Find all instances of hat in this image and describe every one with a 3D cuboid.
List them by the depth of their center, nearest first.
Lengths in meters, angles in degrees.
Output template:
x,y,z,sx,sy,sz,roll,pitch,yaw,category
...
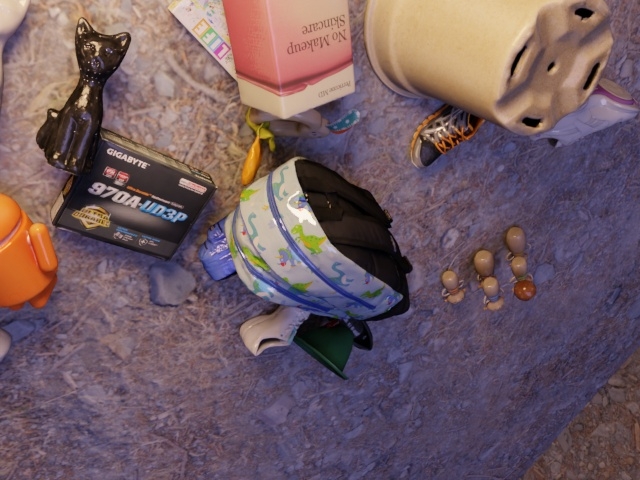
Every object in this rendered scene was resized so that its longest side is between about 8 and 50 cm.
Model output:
x,y,z,sx,sy,sz,roll,pitch,yaw,category
0.052,0.209,1.381,0.173,0.208,0.184,45,76,-27,hat

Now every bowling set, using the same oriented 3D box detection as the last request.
x,y,z,sx,sy,sz,roll,pitch,yaw,category
0.483,0.123,1.548,0.287,0.200,0.154,-31,136,-1,bowling set

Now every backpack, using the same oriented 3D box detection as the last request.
x,y,z,sx,sy,sz,roll,pitch,yaw,category
0.000,0.000,1.039,0.273,0.290,0.355,-21,161,8,backpack
-0.178,0.012,1.116,0.120,0.098,0.101,-34,106,-4,backpack

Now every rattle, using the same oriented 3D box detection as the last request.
x,y,z,sx,sy,sz,roll,pitch,yaw,category
-0.028,-0.164,1.005,0.199,0.143,0.130,9,156,-27,rattle

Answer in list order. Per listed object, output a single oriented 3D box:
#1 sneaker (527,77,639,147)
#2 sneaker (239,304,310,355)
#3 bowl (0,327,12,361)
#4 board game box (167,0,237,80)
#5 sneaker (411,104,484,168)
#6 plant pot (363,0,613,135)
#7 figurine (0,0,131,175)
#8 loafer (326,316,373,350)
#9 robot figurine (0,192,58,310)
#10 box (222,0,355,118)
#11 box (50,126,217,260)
x,y,z,sx,sy,sz,roll,pitch,yaw,category
0.607,-0.296,1.363,0.305,0.114,0.152,-6,141,-23,sneaker
-0.074,0.191,1.322,0.212,0.094,0.080,-31,134,-7,sneaker
-0.632,0.203,1.016,0.142,0.053,0.142,-44,136,4,bowl
-0.144,-0.337,0.902,0.103,0.026,0.154,-43,135,6,board game box
0.274,-0.231,1.207,0.215,0.083,0.084,-49,136,13,sneaker
0.292,-0.340,0.972,0.333,0.305,0.334,-17,132,-20,plant pot
-0.390,-0.224,0.793,0.214,0.092,0.210,17,107,-27,figurine
0.074,0.203,1.434,0.076,0.078,0.223,-38,135,0,loafer
-0.493,0.014,0.896,0.128,0.158,0.219,-44,140,-26,robot figurine
-0.048,-0.322,0.865,0.148,0.126,0.232,-28,128,-28,box
-0.314,-0.071,0.992,0.220,0.051,0.175,23,111,-41,box
